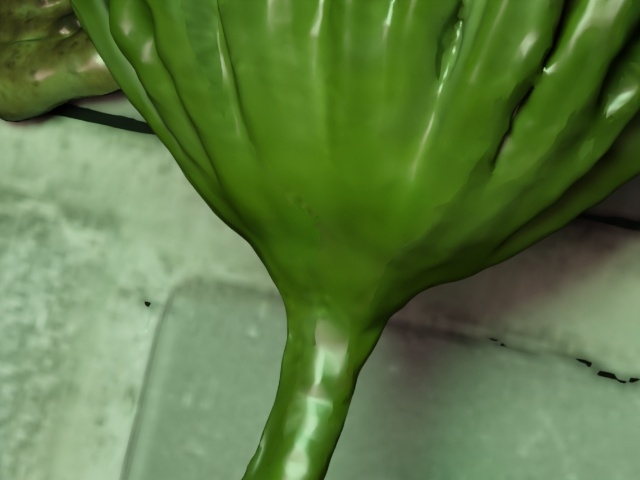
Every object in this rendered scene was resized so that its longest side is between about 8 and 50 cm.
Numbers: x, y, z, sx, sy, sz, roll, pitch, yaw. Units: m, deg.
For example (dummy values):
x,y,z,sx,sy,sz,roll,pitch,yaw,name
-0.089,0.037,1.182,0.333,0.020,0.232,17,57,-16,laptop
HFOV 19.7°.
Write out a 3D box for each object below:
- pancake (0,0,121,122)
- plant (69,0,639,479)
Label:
x,y,z,sx,sy,sz,roll,pitch,yaw,name
-0.108,-0.159,0.750,0.212,0.029,0.235,37,99,22,pancake
0.011,0.006,0.613,0.251,0.180,0.333,10,97,20,plant
